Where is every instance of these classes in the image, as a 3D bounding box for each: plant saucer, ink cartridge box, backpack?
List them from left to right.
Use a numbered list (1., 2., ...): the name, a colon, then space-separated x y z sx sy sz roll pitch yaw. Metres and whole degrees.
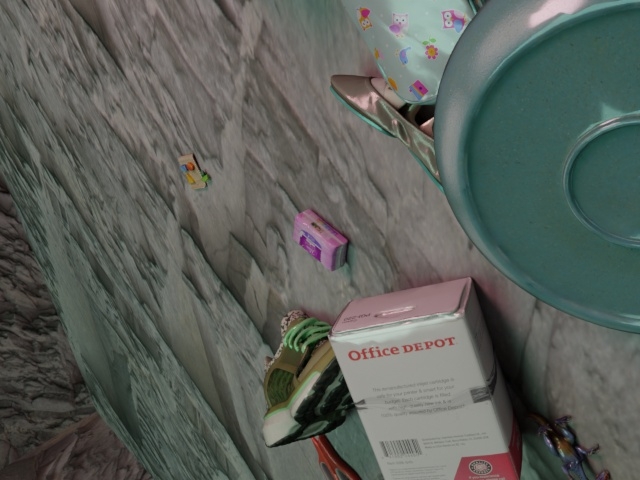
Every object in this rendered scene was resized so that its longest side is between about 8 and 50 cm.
1. ink cartridge box: 0.123 0.166 0.735 0.159 0.092 0.217 -14 108 24
2. backpack: 0.090 -0.201 0.523 0.152 0.115 0.182 -18 104 55
3. plant saucer: 0.221 -0.045 0.438 0.318 0.043 0.317 20 135 21

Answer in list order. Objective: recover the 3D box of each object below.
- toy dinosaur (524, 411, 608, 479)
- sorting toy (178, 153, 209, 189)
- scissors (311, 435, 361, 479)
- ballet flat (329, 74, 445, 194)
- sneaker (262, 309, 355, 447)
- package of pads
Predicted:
1. toy dinosaur: 0.275 0.230 0.702 0.082 0.047 0.090 57 -178 -12
2. sorting toy: -0.217 -0.118 1.108 0.083 0.012 0.062 1 116 54
3. scissors: -0.014 0.363 1.205 0.297 0.021 0.109 55 150 5
4. ballet flat: 0.099 -0.116 0.638 0.213 0.072 0.068 46 118 19
5. sneaker: -0.018 0.176 0.968 0.182 0.158 0.410 66 147 24
6. package of pads: 0.000 0.000 0.884 0.083 0.032 0.050 39 141 29
